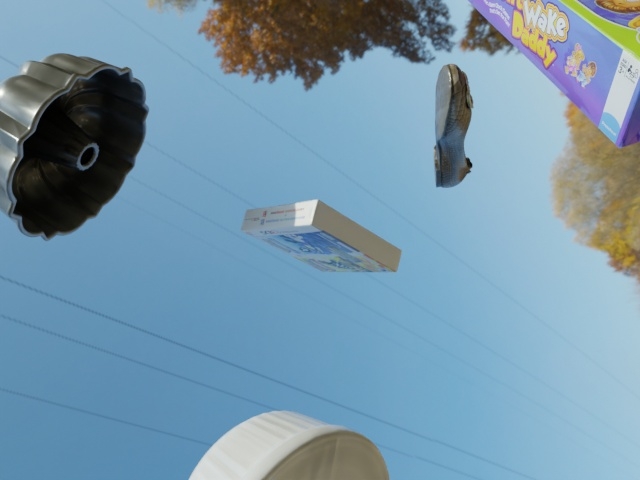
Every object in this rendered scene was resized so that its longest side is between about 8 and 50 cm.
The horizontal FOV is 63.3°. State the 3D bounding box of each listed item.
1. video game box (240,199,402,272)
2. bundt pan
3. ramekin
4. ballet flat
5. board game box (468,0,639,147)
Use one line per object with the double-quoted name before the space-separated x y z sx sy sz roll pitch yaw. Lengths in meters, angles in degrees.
"video game box" 0.000 0.000 0.869 0.205 0.187 0.048 28 -108 -37
"bundt pan" -0.447 -0.172 0.888 0.124 0.331 0.331 30 -141 5
"ramekin" -0.050 0.336 0.628 0.273 0.127 0.272 -11 -74 -41
"ballet flat" 0.187 -0.147 0.710 0.250 0.058 0.084 68 -158 -63
"board game box" 0.313 -0.253 0.523 0.078 0.233 0.347 78 175 -48
